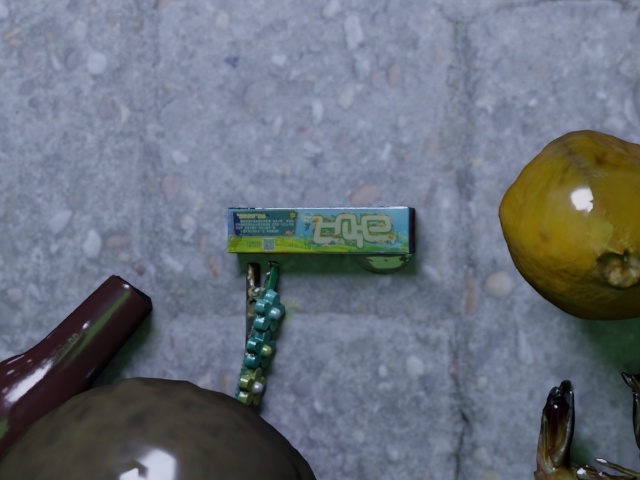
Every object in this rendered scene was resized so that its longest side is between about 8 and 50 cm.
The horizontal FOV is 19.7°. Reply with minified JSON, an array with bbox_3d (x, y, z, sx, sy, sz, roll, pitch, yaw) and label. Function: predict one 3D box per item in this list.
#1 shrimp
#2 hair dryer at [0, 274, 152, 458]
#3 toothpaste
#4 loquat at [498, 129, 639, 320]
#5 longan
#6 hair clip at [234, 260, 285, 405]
[{"bbox_3d":[0.303,0.196,1.860,0.178,0.075,0.289,-1,104,13],"label":"shrimp"},{"bbox_3d":[-0.386,0.100,1.981,0.340,0.123,0.312,37,86,19],"label":"hair dryer"},{"bbox_3d":[0.000,0.000,1.918,0.193,0.044,0.070,0,91,11],"label":"toothpaste"},{"bbox_3d":[0.273,-0.015,1.787,0.187,0.234,0.176,28,108,-19],"label":"loquat"},{"bbox_3d":[-0.160,0.328,1.803,0.391,0.391,0.391,0,91,11],"label":"longan"},{"bbox_3d":[-0.068,0.106,1.933,0.049,0.049,0.173,9,91,10],"label":"hair clip"}]
